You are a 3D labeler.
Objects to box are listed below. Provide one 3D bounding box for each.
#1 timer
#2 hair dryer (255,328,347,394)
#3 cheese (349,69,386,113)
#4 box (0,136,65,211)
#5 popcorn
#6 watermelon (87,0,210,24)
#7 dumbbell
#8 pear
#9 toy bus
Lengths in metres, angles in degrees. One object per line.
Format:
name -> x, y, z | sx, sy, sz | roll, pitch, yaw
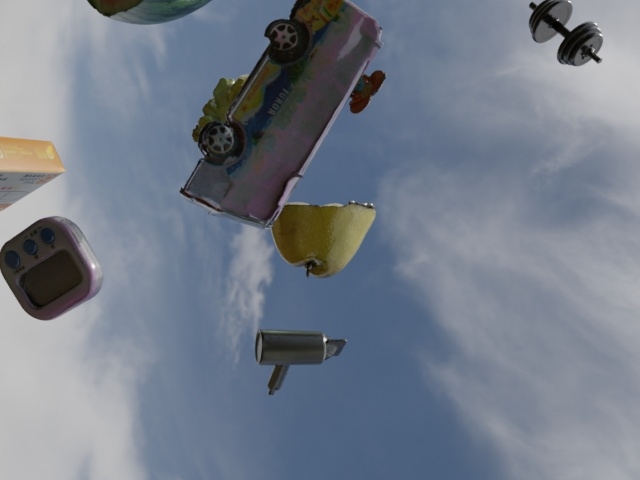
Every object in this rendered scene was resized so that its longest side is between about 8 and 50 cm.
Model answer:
timer -> -0.558, 0.058, 1.269 | 0.209, 0.069, 0.190 | -28, -86, 18
hair dryer -> -0.065, 0.292, 1.410 | 0.248, 0.196, 0.078 | 113, -25, -46
cheese -> 0.042, -0.301, 1.108 | 0.106, 0.037, 0.256 | -55, -145, 13
box -> -0.718, -0.137, 1.295 | 0.221, 0.274, 0.091 | -26, -91, 18
popcorn -> -0.154, -0.238, 1.301 | 0.184, 0.204, 0.221 | 19, -91, 24
watermelon -> -0.400, -0.559, 1.338 | 0.292, 0.319, 0.222 | -26, -139, 51
dumbbell -> 0.498, -0.426, 1.247 | 0.099, 0.099, 0.208 | -55, -126, 33
pear -> -0.003, 0.000, 1.436 | 0.267, 0.267, 0.178 | 1, -91, 51
toy bus -> -0.048, -0.161, 0.779 | 0.317, 0.138, 0.112 | -60, -179, -3
